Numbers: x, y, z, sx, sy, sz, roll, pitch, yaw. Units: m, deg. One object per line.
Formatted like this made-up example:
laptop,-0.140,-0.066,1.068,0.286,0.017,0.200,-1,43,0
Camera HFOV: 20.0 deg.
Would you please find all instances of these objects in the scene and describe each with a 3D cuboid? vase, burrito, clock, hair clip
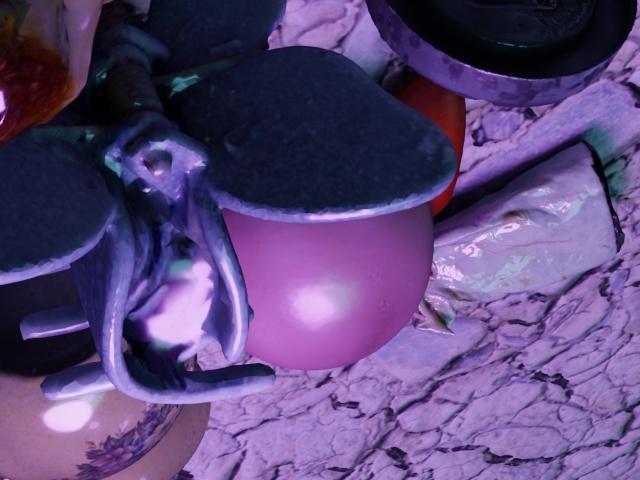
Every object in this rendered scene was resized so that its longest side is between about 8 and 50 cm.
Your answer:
vase,-0.251,0.146,1.580,0.329,0.241,0.302,-46,158,-21
burrito,0.180,0.000,1.793,0.229,0.089,0.144,-23,130,-1
clock,0.137,-0.196,1.406,0.215,0.215,0.042,-8,148,-20
hair clip,-0.146,-0.050,1.353,0.392,0.318,0.238,-12,144,-18

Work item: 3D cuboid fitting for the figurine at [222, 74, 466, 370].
figurine,0.008,0.003,1.591,0.261,0.211,0.269,-3,139,-26

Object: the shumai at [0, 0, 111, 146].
shumai,-0.190,-0.214,1.141,0.217,0.283,0.346,-34,141,18
